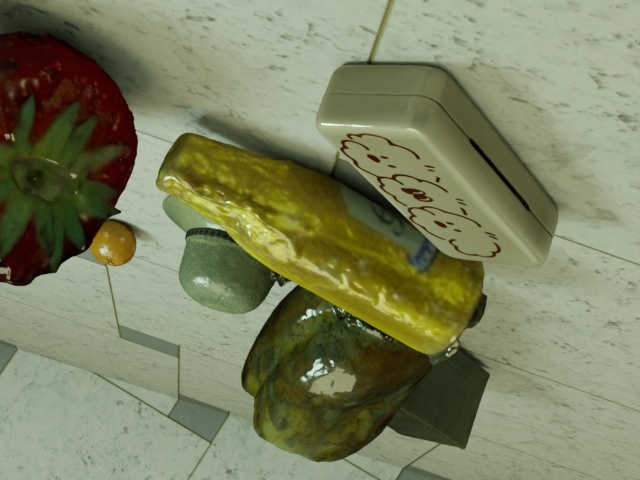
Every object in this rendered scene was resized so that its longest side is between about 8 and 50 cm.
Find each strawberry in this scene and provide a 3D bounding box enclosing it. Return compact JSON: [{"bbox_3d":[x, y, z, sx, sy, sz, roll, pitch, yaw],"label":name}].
[{"bbox_3d":[-0.377,-0.112,1.534,0.310,0.291,0.292,25,170,41],"label":"strawberry"}]

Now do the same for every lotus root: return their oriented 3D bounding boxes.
[{"bbox_3d":[0.035,0.171,1.945,0.250,0.250,0.346,23,141,-11],"label":"lotus root"}]

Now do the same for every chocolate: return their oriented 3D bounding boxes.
[{"bbox_3d":[0.000,0.000,1.642,0.445,0.162,0.162,27,161,-18],"label":"chocolate"}]

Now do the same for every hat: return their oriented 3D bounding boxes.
[{"bbox_3d":[-0.140,0.040,1.953,0.257,0.130,0.257,17,163,5],"label":"hat"}]

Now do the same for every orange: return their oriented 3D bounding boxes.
[{"bbox_3d":[-0.349,0.006,2.166,0.083,0.070,0.083,13,160,5],"label":"orange"}]

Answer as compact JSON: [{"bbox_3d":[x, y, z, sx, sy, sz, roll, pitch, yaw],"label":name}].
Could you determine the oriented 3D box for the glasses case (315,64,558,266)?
[{"bbox_3d":[0.136,-0.075,1.409,0.144,0.076,0.336,5,158,36],"label":"glasses case"}]

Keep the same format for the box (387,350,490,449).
[{"bbox_3d":[0.157,0.239,2.202,0.149,0.155,0.231,8,161,39],"label":"box"}]
